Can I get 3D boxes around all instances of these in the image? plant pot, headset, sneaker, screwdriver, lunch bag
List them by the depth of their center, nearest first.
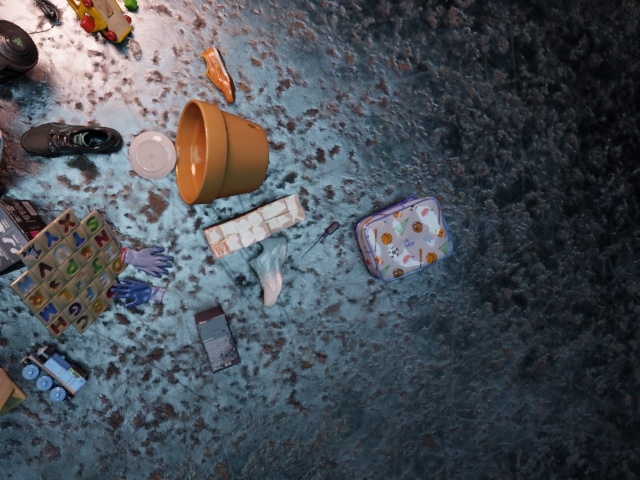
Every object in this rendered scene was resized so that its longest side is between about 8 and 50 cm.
[{"bbox_3d":[-0.842,-0.506,1.349,0.394,0.243,0.185,-55,128,-24],"label":"headset"},{"bbox_3d":[-0.700,-0.288,1.467,0.268,0.106,0.101,-6,97,-13],"label":"sneaker"},{"bbox_3d":[-0.279,-0.243,1.505,0.204,0.291,0.290,0,94,-31],"label":"plant pot"},{"bbox_3d":[-0.307,-0.493,1.588,0.067,0.064,0.175,-23,94,8],"label":"sneaker"},{"bbox_3d":[-0.172,0.097,1.650,0.115,0.090,0.232,6,83,-8],"label":"sneaker"},{"bbox_3d":[0.000,0.000,1.711,0.170,0.025,0.024,-45,103,-9],"label":"screwdriver"},{"bbox_3d":[0.281,-0.014,1.741,0.303,0.115,0.243,-23,97,-11],"label":"lunch bag"}]

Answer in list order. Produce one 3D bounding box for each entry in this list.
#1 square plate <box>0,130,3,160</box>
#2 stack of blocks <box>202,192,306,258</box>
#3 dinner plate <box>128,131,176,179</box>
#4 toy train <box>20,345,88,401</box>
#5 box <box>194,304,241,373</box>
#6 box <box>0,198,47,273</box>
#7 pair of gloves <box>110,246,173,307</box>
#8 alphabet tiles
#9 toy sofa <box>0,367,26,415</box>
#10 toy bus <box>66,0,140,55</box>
[{"bbox_3d":[-0.945,-0.288,1.309,0.347,0.344,0.049,37,53,-14],"label":"square plate"},{"bbox_3d":[-0.199,-0.048,1.580,0.297,0.171,0.087,-23,99,-13],"label":"stack of blocks"},{"bbox_3d":[-0.498,-0.251,1.548,0.141,0.017,0.141,0,100,1],"label":"dinner plate"},{"bbox_3d":[-0.766,0.382,1.511,0.184,0.080,0.105,46,73,-11],"label":"toy train"},{"bbox_3d":[-0.312,0.294,1.581,0.093,0.156,0.158,-20,98,-13],"label":"box"},{"bbox_3d":[-0.823,-0.010,1.378,0.142,0.247,0.163,-35,101,-9],"label":"box"},{"bbox_3d":[-0.530,0.110,1.562,0.159,0.023,0.198,14,96,-32],"label":"pair of gloves"},{"bbox_3d":[-0.656,0.091,1.406,0.285,0.011,0.342,-55,151,-35],"label":"alphabet tiles"},{"bbox_3d":[-0.905,0.453,1.331,0.150,0.362,0.177,-35,108,-9],"label":"toy sofa"},{"bbox_3d":[-0.616,-0.629,1.464,0.104,0.191,0.202,0,94,29],"label":"toy bus"}]
